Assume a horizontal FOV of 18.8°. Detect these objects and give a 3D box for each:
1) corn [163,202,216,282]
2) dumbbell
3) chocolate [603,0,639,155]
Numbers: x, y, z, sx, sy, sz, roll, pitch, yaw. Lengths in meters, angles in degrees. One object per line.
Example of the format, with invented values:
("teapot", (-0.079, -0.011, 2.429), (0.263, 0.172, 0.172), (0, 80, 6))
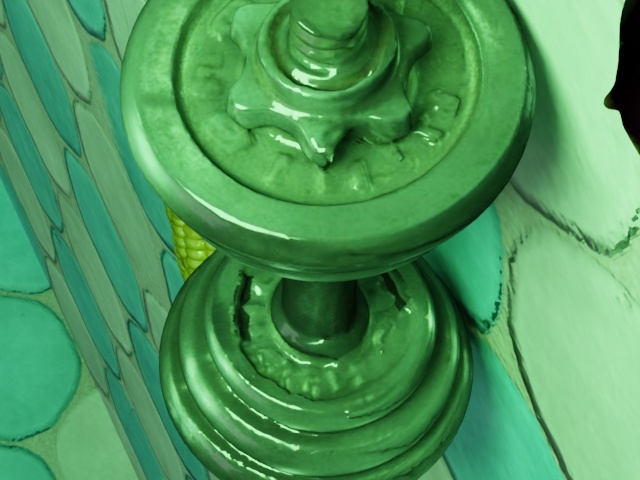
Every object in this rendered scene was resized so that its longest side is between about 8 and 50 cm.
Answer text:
("corn", (-0.049, -0.008, 1.290), (0.106, 0.106, 0.305), (-136, 30, -57))
("dumbbell", (0.000, 0.000, 0.944), (0.179, 0.179, 0.406), (60, 166, 24))
("chocolate", (0.140, -0.021, 0.527), (0.127, 0.124, 0.133), (58, -163, 25))
